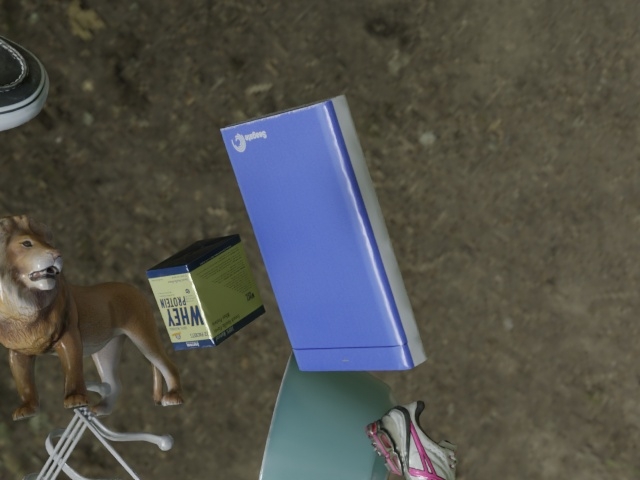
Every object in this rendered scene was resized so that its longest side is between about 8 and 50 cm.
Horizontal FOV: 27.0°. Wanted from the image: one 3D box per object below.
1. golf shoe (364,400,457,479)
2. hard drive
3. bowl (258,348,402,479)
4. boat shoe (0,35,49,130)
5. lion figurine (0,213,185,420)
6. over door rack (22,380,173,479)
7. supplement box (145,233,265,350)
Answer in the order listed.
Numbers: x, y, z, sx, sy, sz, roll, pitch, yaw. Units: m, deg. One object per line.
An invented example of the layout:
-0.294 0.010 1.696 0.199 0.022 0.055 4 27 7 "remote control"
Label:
0.132 0.275 1.548 0.186 0.086 0.067 58 176 2 "golf shoe"
0.000 0.000 1.578 0.210 0.040 0.319 -7 103 51 "hard drive"
0.017 0.298 1.825 0.163 0.312 0.312 12 138 5 "bowl"
-0.412 -0.190 1.229 0.335 0.121 0.119 13 147 -18 "boat shoe"
-0.312 0.107 1.744 0.142 0.392 0.240 -14 77 17 "lion figurine"
-0.255 0.374 1.755 0.324 0.108 0.239 52 130 23 "over door rack"
-0.108 0.049 1.270 0.056 0.083 0.083 -9 106 39 "supplement box"
